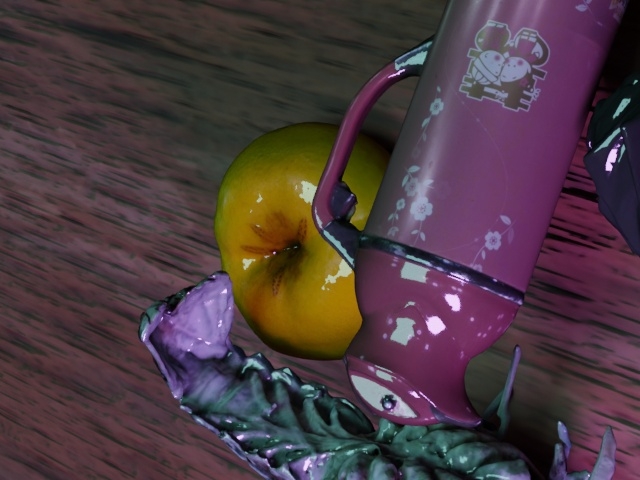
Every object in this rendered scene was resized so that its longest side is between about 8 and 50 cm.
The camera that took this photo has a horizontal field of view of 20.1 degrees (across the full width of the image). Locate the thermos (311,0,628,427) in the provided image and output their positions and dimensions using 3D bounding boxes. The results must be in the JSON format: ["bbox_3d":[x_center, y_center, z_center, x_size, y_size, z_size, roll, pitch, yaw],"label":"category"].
[{"bbox_3d":[0.085,-0.049,1.114,0.330,0.136,0.109,-70,17,-3],"label":"thermos"}]

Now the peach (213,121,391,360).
[{"bbox_3d":[0.000,0.000,1.308,0.179,0.103,0.179,11,106,42],"label":"peach"}]

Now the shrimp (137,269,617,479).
[{"bbox_3d":[0.061,0.156,1.197,0.410,0.221,0.166,23,135,23],"label":"shrimp"}]

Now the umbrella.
[{"bbox_3d":[0.261,0.052,1.071,0.118,0.118,0.340,-34,78,42],"label":"umbrella"}]
